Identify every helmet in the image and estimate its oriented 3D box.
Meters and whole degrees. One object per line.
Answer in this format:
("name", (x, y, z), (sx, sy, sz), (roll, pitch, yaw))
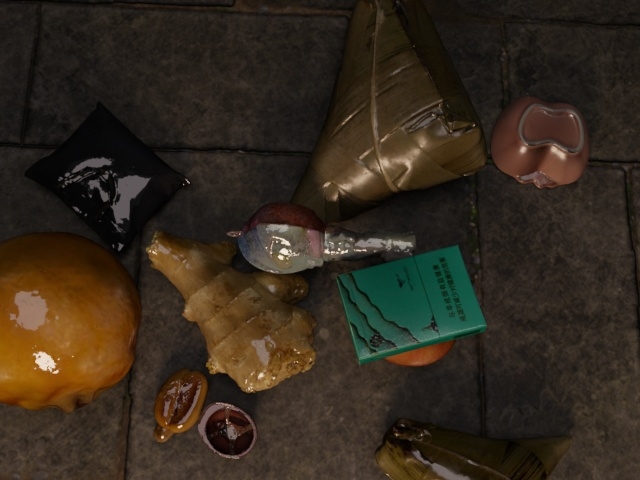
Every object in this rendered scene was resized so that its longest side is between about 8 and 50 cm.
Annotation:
("helmet", (-0.168, 0.345, 1.466), (0.111, 0.057, 0.089), (36, 78, 2))

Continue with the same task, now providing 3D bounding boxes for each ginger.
("ginger", (-0.150, 0.097, 1.489), (0.236, 0.166, 0.375), (-32, 83, -3))

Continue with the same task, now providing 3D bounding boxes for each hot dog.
("hot dog", (-0.259, 0.304, 1.476), (0.090, 0.060, 0.140), (15, 67, 5))

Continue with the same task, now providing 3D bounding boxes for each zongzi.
("zongzi", (0.281, 0.376, 1.460), (0.274, 0.145, 0.300), (41, 59, 14))
("zongzi", (0.034, -0.290, 1.606), (0.467, 0.218, 0.500), (-21, 67, 6))

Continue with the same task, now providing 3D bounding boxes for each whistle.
("whistle", (0.000, -0.001, 1.471), (0.346, 0.142, 0.133), (3, 52, 1))

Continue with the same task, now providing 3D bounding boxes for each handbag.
("handbag", (-0.417, -0.124, 1.575), (0.254, 0.088, 0.211), (41, 74, 5))

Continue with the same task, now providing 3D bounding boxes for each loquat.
("loquat", (-0.471, 0.138, 1.379), (0.328, 0.328, 0.328), (1, 74, -3))

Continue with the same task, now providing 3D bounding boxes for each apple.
("apple", (0.170, 0.134, 1.492), (0.201, 0.162, 0.201), (0, 76, -2))

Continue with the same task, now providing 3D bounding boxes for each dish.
("dish", (0.462, -0.213, 1.645), (0.213, 0.090, 0.213), (1, 73, -3))

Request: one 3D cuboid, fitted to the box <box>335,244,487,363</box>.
("box", (0.155, 0.109, 1.398), (0.226, 0.042, 0.161), (-15, 65, -3))
